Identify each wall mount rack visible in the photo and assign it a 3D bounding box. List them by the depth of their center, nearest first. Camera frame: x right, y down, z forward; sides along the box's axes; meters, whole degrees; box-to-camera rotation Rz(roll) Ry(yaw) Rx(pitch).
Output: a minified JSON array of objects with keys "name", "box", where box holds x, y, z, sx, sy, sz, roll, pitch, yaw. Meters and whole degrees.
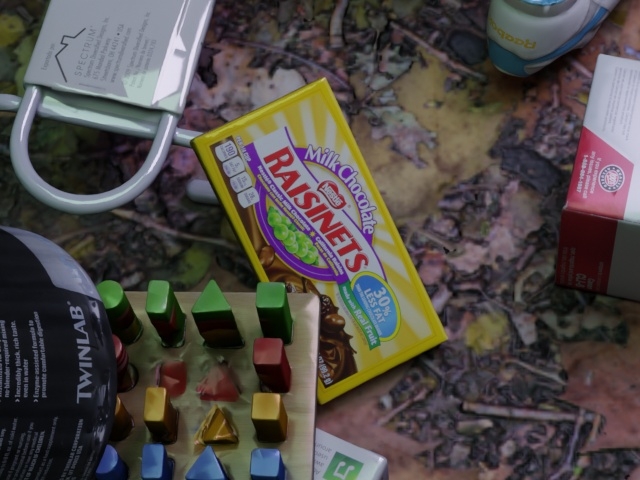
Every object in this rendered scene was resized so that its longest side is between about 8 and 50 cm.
[{"name":"wall mount rack","box":[-0.183,-0.162,1.273,0.304,0.130,0.350,12,65,7]}]

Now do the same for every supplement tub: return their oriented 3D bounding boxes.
[{"name":"supplement tub","box":[-0.299,0.082,0.971,0.207,0.338,0.207,-4,83,37]}]

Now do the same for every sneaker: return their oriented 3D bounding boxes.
[{"name":"sneaker","box":[0.201,-0.209,1.283,0.087,0.092,0.228,37,53,22]}]

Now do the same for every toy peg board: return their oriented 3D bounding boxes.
[{"name":"toy peg board","box":[-0.086,0.098,1.092,0.161,0.079,0.161,0,65,6]}]

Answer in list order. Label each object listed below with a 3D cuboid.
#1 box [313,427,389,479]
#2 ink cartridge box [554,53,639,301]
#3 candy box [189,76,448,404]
[{"name":"box","box":[-0.126,0.241,1.104,0.232,0.058,0.322,23,67,16]},{"name":"ink cartridge box","box":[0.263,-0.031,1.161,0.176,0.127,0.128,12,65,11]},{"name":"candy box","box":[0.000,0.000,1.173,0.105,0.027,0.206,-27,95,-10]}]
